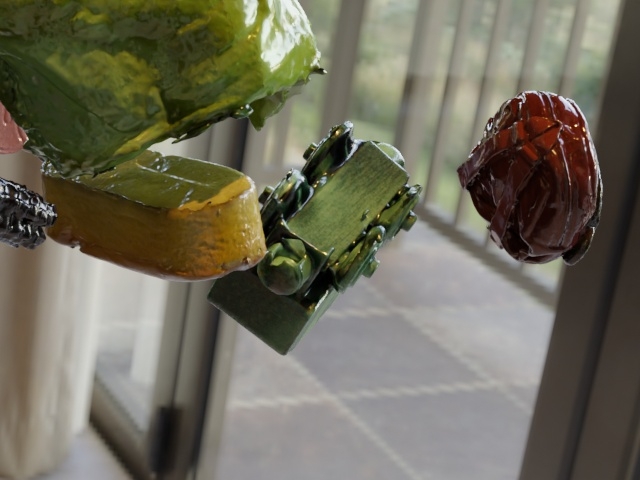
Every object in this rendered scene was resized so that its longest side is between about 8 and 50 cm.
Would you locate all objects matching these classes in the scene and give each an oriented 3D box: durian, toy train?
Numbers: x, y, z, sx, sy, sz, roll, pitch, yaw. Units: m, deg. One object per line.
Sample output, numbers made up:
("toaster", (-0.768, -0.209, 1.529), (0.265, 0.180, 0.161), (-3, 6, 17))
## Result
("durian", (-0.162, -0.187, 1.419), (0.256, 0.339, 0.204), (-45, 29, -21))
("toy train", (0.000, 0.000, 2.071), (0.167, 0.238, 0.299), (38, 42, 6))

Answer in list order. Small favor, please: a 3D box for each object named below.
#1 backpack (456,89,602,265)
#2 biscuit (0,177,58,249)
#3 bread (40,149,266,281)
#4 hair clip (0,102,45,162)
("backpack", (0.270, -0.086, 2.089), (0.139, 0.229, 0.229), (-5, 23, -17))
("biscuit", (-0.306, -0.044, 1.362), (0.194, 0.053, 0.194), (22, -3, 1))
("bread", (-0.153, -0.022, 1.493), (0.245, 0.094, 0.102), (14, 28, 38))
("hair clip", (-0.331, -0.141, 1.881), (0.102, 0.123, 0.138), (6, 12, 12))
